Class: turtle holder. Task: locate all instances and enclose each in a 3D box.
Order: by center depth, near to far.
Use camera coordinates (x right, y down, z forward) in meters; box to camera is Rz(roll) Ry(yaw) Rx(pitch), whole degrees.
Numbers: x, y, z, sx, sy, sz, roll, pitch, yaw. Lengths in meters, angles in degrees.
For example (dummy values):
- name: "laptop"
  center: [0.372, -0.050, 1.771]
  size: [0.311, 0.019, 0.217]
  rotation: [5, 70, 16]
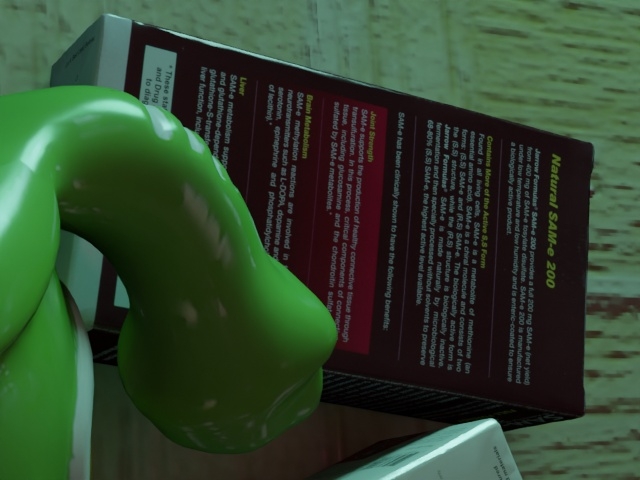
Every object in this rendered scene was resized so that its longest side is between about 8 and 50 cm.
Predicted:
- name: "turtle holder"
  center: [-0.173, 0.063, 0.492]
  size: [0.320, 0.243, 0.227]
  rotation: [-44, 132, -46]

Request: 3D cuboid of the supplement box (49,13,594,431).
- name: "supplement box"
  center: [0.000, 0.000, 0.678]
  size: [0.239, 0.073, 0.130]
  rotation: [13, 72, -24]

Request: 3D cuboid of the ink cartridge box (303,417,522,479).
- name: "ink cartridge box"
  center: [0.005, 0.127, 0.633]
  size: [0.135, 0.099, 0.056]
  rotation: [-23, 89, -30]
